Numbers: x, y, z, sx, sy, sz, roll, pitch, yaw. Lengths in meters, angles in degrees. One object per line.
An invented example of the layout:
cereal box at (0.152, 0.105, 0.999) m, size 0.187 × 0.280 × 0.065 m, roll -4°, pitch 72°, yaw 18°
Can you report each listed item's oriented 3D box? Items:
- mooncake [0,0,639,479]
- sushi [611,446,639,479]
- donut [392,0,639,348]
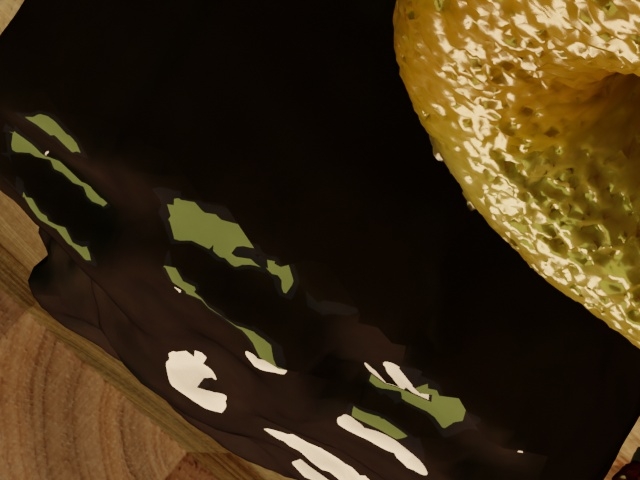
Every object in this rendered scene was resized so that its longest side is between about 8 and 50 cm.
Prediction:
mooncake at (0.000, 0.000, 0.774) m, size 0.350 × 0.212 × 0.381 m, roll 29°, pitch 164°, yaw 15°
sushi at (0.213, 0.173, 0.862) m, size 0.124 × 0.130 × 0.332 m, roll 35°, pitch 164°, yaw 19°
donut at (0.148, -0.035, 0.496) m, size 0.303 × 0.110 × 0.303 m, roll 36°, pitch 163°, yaw 13°
